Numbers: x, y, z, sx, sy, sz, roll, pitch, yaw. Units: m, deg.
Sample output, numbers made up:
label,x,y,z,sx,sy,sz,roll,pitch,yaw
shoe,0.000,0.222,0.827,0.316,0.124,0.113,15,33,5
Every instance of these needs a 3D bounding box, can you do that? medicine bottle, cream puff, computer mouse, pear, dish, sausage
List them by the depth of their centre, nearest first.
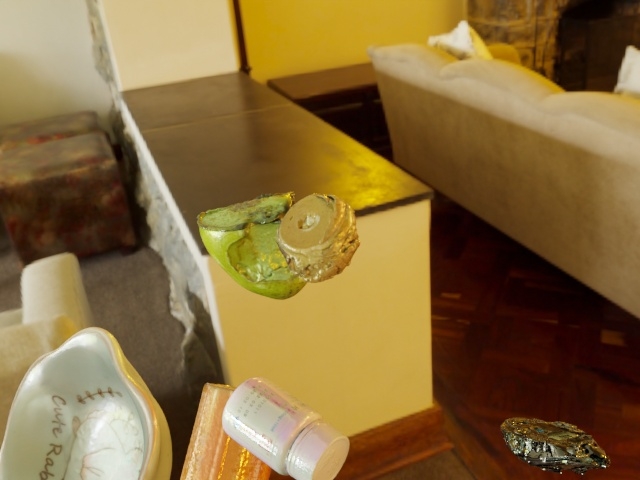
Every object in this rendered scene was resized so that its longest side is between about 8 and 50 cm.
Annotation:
label,x,y,z,sx,sy,sz,roll,pitch,yaw
dish,-0.186,0.192,0.544,0.229,0.229,0.081,21,1,42
cream puff,0.000,0.000,0.910,0.120,0.104,0.133,-16,55,18
computer mouse,0.437,0.396,1.210,0.147,0.077,0.242,-2,0,-24
medicine bottle,-0.075,0.409,1.360,0.255,0.151,0.152,23,38,31
pear,-0.149,0.035,1.517,0.239,0.255,0.164,-13,28,-2
sausage,-0.232,0.540,1.695,0.233,0.286,0.233,13,-12,3
